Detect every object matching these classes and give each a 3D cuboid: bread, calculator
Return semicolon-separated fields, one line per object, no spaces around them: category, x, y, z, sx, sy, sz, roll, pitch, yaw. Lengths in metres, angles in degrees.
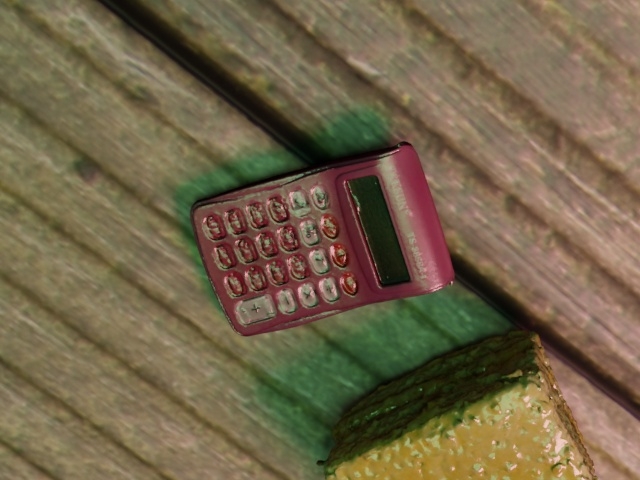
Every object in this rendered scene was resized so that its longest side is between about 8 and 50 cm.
bread;0.113;0.172;1.170;0.196;0.102;0.138;-27;105;14
calculator;0.000;0.000;1.145;0.190;0.034;0.127;-14;111;12
